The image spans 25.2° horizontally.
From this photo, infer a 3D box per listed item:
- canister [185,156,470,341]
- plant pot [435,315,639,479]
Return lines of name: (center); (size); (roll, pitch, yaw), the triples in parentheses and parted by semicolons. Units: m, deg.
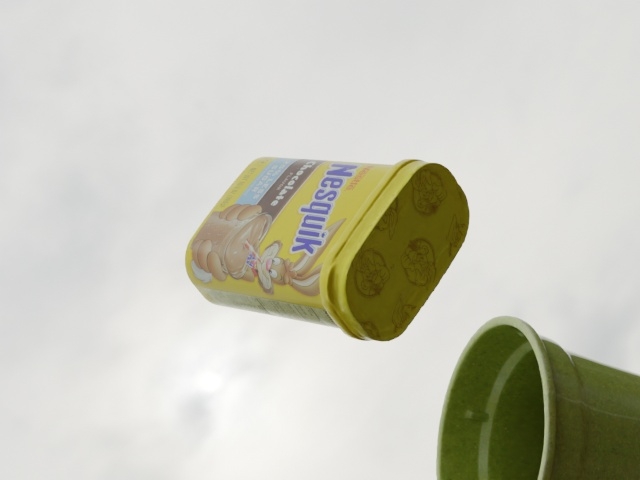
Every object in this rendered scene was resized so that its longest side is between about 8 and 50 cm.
canister: (0.000, 0.000, 0.978); (0.126, 0.170, 0.073); (-54, -53, -25)
plant pot: (0.302, 0.240, 1.619); (0.253, 0.276, 0.276); (10, -67, -18)
